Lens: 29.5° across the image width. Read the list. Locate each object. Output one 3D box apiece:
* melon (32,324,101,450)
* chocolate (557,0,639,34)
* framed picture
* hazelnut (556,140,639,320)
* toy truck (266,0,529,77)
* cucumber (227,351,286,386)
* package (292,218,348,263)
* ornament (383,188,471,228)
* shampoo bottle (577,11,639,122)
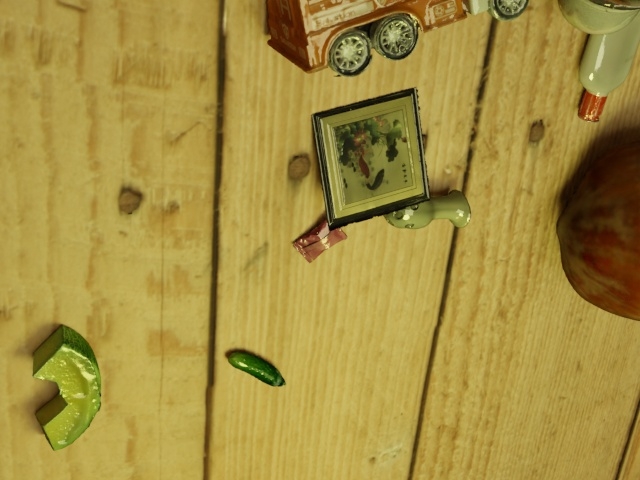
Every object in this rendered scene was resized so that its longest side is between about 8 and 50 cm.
[{"bbox_3d":[-0.401,0.233,1.917,0.118,0.064,0.209,-18,127,-15],"label":"melon"},{"bbox_3d":[0.444,-0.407,1.948,0.221,0.221,0.147,-14,153,-24],"label":"chocolate"},{"bbox_3d":[0.087,-0.132,1.961,0.199,0.010,0.195,-17,110,-23],"label":"framed picture"},{"bbox_3d":[0.629,-0.010,2.248,0.366,0.366,0.366,-17,129,-22],"label":"hazelnut"},{"bbox_3d":[0.111,-0.388,1.728,0.387,0.173,0.207,-22,122,-15],"label":"toy truck"},{"bbox_3d":[-0.103,0.226,2.121,0.037,0.037,0.155,-50,134,7],"label":"cucumber"},{"bbox_3d":[0.000,0.000,2.031,0.083,0.029,0.059,-36,131,6],"label":"package"},{"bbox_3d":[0.175,-0.053,2.076,0.156,0.075,0.081,-2,143,-34],"label":"ornament"},{"bbox_3d":[0.499,-0.312,2.114,0.108,0.051,0.221,-7,124,-32],"label":"shampoo bottle"}]
